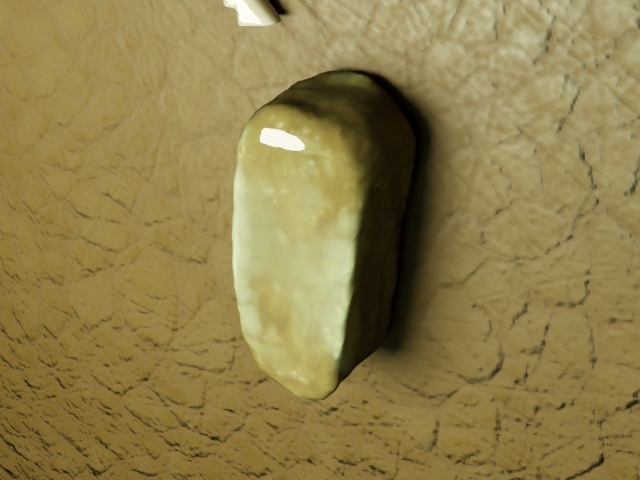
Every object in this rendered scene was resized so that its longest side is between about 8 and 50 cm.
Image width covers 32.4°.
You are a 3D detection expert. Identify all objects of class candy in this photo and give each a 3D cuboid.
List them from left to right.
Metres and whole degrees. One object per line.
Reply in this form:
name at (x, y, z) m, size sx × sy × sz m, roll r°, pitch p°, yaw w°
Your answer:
candy at (0.000, 0.000, 0.800) m, size 0.102 × 0.104 × 0.234 m, roll 23°, pitch 126°, yaw 24°

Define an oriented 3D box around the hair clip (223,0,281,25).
hair clip at (-0.118, -0.228, 0.804) m, size 0.226 × 0.034 × 0.072 m, roll 31°, pitch 128°, yaw 17°
